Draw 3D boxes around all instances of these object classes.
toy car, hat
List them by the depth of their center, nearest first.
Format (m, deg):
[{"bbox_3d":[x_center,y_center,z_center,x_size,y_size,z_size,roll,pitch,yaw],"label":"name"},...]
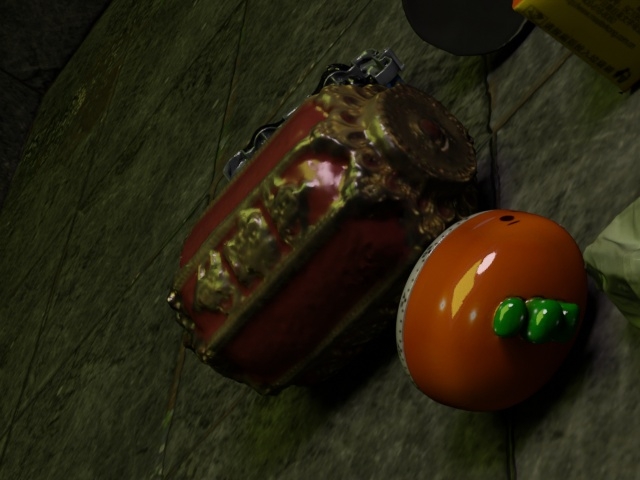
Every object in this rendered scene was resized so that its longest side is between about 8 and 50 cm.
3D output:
[{"bbox_3d":[0.217,-0.009,0.841,0.166,0.081,0.122,-38,-16,14],"label":"hat"},{"bbox_3d":[0.011,-0.088,1.450,0.191,0.100,0.097,-38,19,-1],"label":"toy car"}]

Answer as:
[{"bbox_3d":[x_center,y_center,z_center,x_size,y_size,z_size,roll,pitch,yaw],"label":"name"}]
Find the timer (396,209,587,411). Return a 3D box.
[{"bbox_3d":[0.108,0.043,0.967,0.136,0.099,0.136,-161,90,-75],"label":"timer"}]

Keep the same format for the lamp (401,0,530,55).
[{"bbox_3d":[0.114,-0.279,1.442,0.130,0.108,0.371,-51,20,24],"label":"lamp"}]

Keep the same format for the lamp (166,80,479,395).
[{"bbox_3d":[0.000,0.000,1.222,0.274,0.177,0.177,-43,24,33],"label":"lamp"}]

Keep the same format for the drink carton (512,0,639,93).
[{"bbox_3d":[0.276,-0.263,1.003,0.351,0.111,0.155,-41,26,40],"label":"drink carton"}]
